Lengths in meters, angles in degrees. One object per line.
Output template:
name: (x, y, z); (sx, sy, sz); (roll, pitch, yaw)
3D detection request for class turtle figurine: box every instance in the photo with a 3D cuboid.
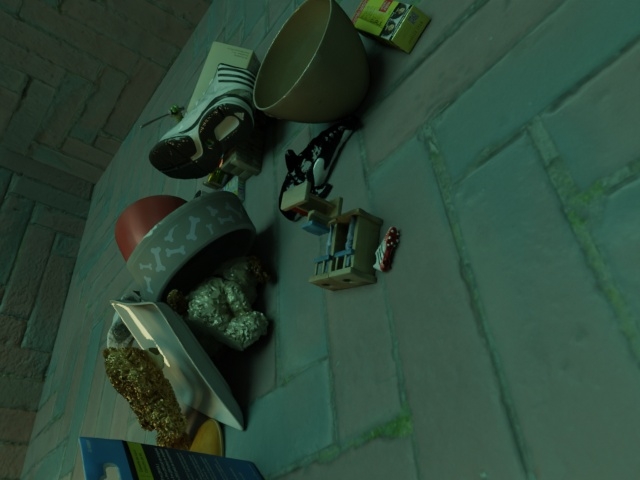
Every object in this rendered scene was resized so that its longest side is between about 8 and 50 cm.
turtle figurine: (-0.438, -0.426, 1.847); (0.197, 0.274, 0.266); (38, 100, 22)

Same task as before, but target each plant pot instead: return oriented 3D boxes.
plant pot: (-0.465, 0.040, 1.545); (0.275, 0.274, 0.243); (-51, 45, 22)
plant pot: (0.003, -0.383, 1.175); (0.284, 0.190, 0.284); (-35, 43, 40)

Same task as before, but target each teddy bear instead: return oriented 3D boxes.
teddy bear: (-0.385, 0.366, 1.206); (0.113, 0.338, 0.245); (-26, 22, -15)

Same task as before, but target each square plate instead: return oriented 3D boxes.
square plate: (-0.332, 0.268, 1.189); (0.049, 0.344, 0.347); (-39, 18, -32)

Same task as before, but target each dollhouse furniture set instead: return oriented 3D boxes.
dollhouse furniture set: (0.000, 0.000, 0.947); (0.129, 0.183, 0.130); (-19, 55, 49)

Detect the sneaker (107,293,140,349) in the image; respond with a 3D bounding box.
sneaker: (-0.746, 0.323, 1.929); (0.115, 0.090, 0.232); (-43, 30, 42)

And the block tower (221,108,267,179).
block tower: (-0.228, -0.345, 1.583); (0.097, 0.090, 0.336); (-31, 46, 43)

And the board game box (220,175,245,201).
board game box: (-0.287, -0.127, 1.588); (0.154, 0.026, 0.104); (-38, 41, 37)

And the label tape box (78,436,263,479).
label tape box: (-0.230, 0.456, 0.839); (0.249, 0.347, 0.115); (23, 90, 58)

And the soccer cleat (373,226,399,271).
soccer cleat: (0.116, 0.015, 0.917); (0.035, 0.029, 0.083); (6, 79, 52)

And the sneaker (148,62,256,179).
sneaker: (-0.334, -0.361, 1.549); (0.447, 0.169, 0.258); (-22, 44, 38)

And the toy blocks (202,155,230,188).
toy blocks: (-0.333, -0.249, 1.706); (0.123, 0.054, 0.148); (5, 74, 57)

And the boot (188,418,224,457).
boot: (-0.323, 0.512, 1.066); (0.104, 0.211, 0.295); (-27, 49, 44)

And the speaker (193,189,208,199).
speaker: (-0.301, -0.097, 1.487); (0.055, 0.136, 0.055); (-33, 44, 40)

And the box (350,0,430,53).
box: (0.149, -0.495, 1.160); (0.087, 0.058, 0.232); (-57, 33, 16)

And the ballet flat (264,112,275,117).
ballet flat: (-0.129, -0.395, 1.489); (0.248, 0.086, 0.086); (23, 89, 57)

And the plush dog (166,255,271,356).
plush dog: (-0.231, 0.130, 1.226); (0.262, 0.211, 0.225); (-23, 26, 45)

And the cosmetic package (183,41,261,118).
cosmetic package: (-0.331, -0.497, 1.740); (0.160, 0.113, 0.310); (16, 81, 12)

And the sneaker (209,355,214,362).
sneaker: (-0.339, 0.313, 1.354); (0.162, 0.063, 0.073); (26, 95, 58)

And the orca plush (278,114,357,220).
orca plush: (-0.028, -0.180, 1.176); (0.287, 0.102, 0.151); (-46, 38, 28)

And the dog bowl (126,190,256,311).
dog bowl: (-0.303, 0.039, 1.259); (0.102, 0.348, 0.349); (45, 114, 13)
